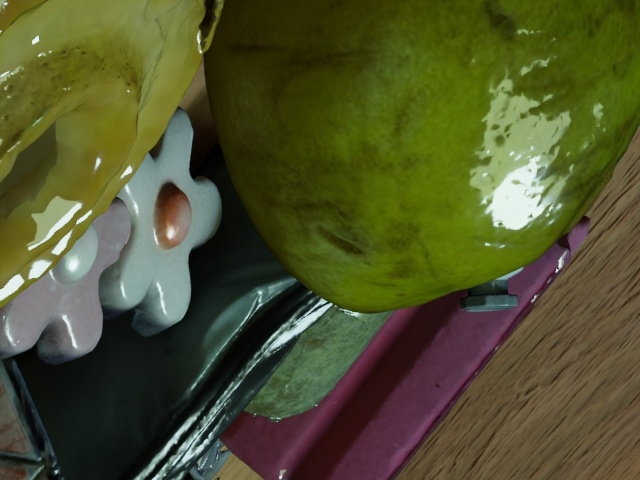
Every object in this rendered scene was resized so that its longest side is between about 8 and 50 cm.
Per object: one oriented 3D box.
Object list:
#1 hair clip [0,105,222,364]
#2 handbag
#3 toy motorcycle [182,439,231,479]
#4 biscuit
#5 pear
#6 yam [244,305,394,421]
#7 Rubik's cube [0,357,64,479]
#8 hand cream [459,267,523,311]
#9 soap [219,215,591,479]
[{"bbox_3d":[-0.129,-0.006,0.981,0.257,0.075,0.146,-24,127,-74],"label":"hair clip"},{"bbox_3d":[-0.105,0.062,1.129,0.332,0.192,0.075,-48,128,-9],"label":"handbag"},{"bbox_3d":[-0.157,0.251,1.826,0.215,0.080,0.122,-47,171,14],"label":"toy motorcycle"},{"bbox_3d":[-0.149,-0.046,0.710,0.296,0.102,0.296,-44,169,-11],"label":"biscuit"},{"bbox_3d":[0.060,-0.111,0.946,0.269,0.269,0.321,-29,145,-61],"label":"pear"},{"bbox_3d":[0.000,0.000,1.324,0.168,0.168,0.304,-35,164,-53],"label":"yam"},{"bbox_3d":[-0.211,0.075,1.015,0.178,0.211,0.190,-103,-154,-76],"label":"Rubik's cube"},{"bbox_3d":[0.125,-0.083,1.347,0.059,0.276,0.095,0,173,-24],"label":"hand cream"},{"bbox_3d":[0.042,0.058,1.510,0.359,0.233,0.128,-55,172,27],"label":"soap"}]
